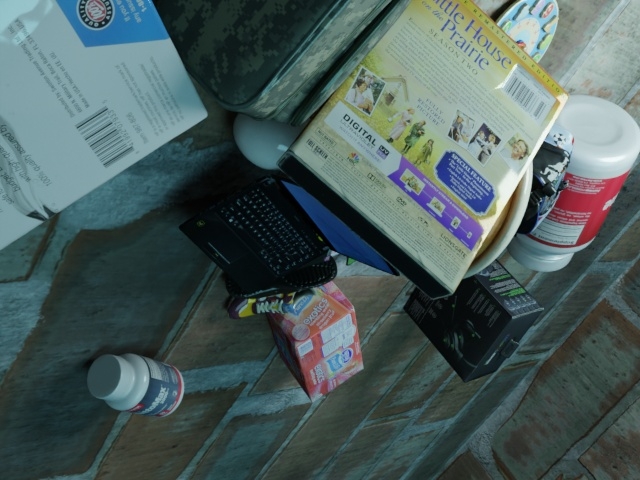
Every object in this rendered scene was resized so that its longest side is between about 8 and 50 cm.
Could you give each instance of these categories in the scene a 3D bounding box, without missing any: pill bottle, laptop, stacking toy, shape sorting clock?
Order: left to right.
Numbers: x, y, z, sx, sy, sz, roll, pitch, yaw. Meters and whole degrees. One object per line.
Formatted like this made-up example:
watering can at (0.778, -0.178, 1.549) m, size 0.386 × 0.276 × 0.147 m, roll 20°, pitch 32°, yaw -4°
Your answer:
pill bottle at (-0.353, 0.274, 1.501) m, size 0.108 × 0.108 × 0.180 m, roll -44°, pitch 148°, yaw 8°
laptop at (-0.046, 0.017, 1.266) m, size 0.264 × 0.137 × 0.234 m, roll -29°, pitch 139°, yaw 8°
stacking toy at (0.077, -0.128, 1.305) m, size 0.479 × 0.351 × 0.351 m, roll 10°, pitch 126°, yaw -33°
shape sorting clock at (0.375, -0.372, 1.494) m, size 0.206 × 0.040 × 0.206 m, roll -27°, pitch 147°, yaw -19°
pill bottle at (0.564, -0.117, 1.837) m, size 0.229 × 0.229 × 0.408 m, roll -24°, pitch 146°, yaw -23°

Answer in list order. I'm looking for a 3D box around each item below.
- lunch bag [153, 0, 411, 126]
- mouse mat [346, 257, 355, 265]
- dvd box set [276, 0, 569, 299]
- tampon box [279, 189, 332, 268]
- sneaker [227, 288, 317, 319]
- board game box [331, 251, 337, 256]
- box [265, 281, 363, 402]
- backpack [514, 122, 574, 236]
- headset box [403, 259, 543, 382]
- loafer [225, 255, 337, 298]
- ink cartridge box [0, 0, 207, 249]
lunch bag at (-0.020, -0.305, 1.026) m, size 0.305 × 0.212 × 0.256 m, roll -47°, pitch 166°, yaw 15°
mouse mat at (0.131, -0.033, 1.682) m, size 0.189 × 0.007 × 0.153 m, roll -31°, pitch 149°, yaw -32°
dvd box set at (0.168, -0.168, 1.172) m, size 0.420 × 0.307 × 0.062 m, roll -55°, pitch -168°, yaw -25°
tampon box at (-0.062, -0.017, 1.435) m, size 0.161 × 0.101 × 0.120 m, roll -17°, pitch 142°, yaw -31°
sneaker at (-0.097, 0.118, 1.589) m, size 0.185 × 0.084 × 0.069 m, roll -30°, pitch 148°, yaw -15°
board game box at (0.000, 0.000, 1.594) m, size 0.154 × 0.026 × 0.103 m, roll -21°, pitch 144°, yaw -27°
box at (-0.011, 0.212, 1.742) m, size 0.154 × 0.142 × 0.300 m, roll -31°, pitch 148°, yaw -12°
backpack at (0.379, -0.143, 1.613) m, size 0.213 × 0.276 × 0.263 m, roll -42°, pitch 155°, yaw -20°
headset box at (0.381, 0.177, 1.972) m, size 0.131 × 0.283 × 0.246 m, roll -9°, pitch 137°, yaw -39°
loafer at (-0.077, 0.066, 1.539) m, size 0.220 × 0.080 × 0.078 m, roll -8°, pitch 170°, yaw -8°
ink cartridge box at (-0.365, -0.164, 0.868) m, size 0.395 × 0.166 × 0.285 m, roll -35°, pitch 148°, yaw -9°
